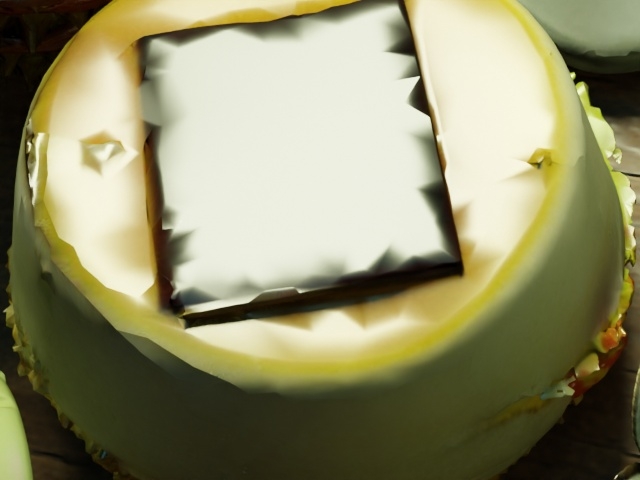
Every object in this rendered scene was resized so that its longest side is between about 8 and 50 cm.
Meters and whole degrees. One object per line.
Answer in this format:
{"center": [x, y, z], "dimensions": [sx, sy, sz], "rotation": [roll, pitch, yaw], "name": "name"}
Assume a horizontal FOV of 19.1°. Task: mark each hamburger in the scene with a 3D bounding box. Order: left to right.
{"center": [0.000, 0.000, 0.862], "dimensions": [0.294, 0.179, 0.276], "rotation": [-11, 53, -4], "name": "hamburger"}

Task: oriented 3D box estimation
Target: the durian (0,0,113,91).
{"center": [-0.149, -0.248, 0.967], "dimensions": [0.348, 0.384, 0.347], "rotation": [3, 103, 13], "name": "durian"}

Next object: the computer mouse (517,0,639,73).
{"center": [0.135, -0.231, 1.013], "dimensions": [0.197, 0.095, 0.331], "rotation": [-34, 56, 4], "name": "computer mouse"}

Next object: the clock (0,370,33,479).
{"center": [-0.179, 0.139, 0.879], "dimensions": [0.069, 0.170, 0.232], "rotation": [-1, 59, -25], "name": "clock"}

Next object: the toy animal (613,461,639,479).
{"center": [0.167, 0.148, 0.795], "dimensions": [0.071, 0.085, 0.124], "rotation": [-38, 60, -25], "name": "toy animal"}

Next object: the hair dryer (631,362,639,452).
{"center": [0.275, -0.042, 0.789], "dimensions": [0.173, 0.107, 0.357], "rotation": [22, 90, 30], "name": "hair dryer"}
